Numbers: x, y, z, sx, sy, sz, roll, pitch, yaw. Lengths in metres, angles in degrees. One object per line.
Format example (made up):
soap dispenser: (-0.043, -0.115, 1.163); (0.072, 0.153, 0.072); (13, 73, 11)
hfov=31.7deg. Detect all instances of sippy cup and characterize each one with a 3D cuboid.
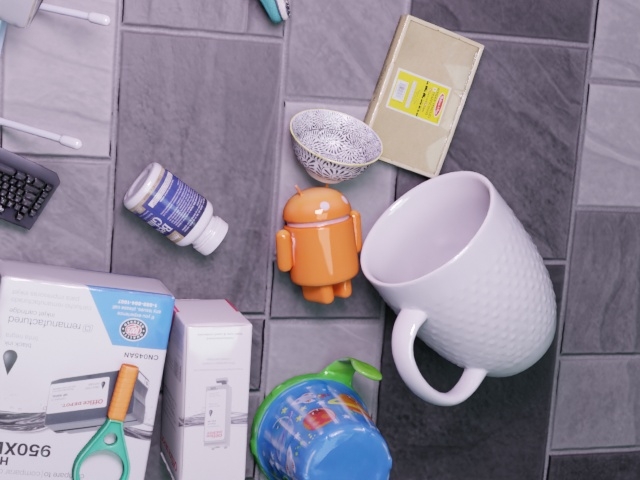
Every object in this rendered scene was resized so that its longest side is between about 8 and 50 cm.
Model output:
sippy cup: (0.014, 0.379, 2.029); (0.240, 0.224, 0.305); (-14, 104, -16)

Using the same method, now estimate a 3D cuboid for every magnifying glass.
magnifying glass: (-0.337, 0.311, 1.824); (0.092, 0.026, 0.230); (14, 94, -22)

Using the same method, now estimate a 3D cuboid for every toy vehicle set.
toy vehicle set: (0.181, -0.262, 2.078); (0.166, 0.035, 0.266); (19, 93, -21)

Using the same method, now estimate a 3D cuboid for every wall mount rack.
wall mount rack: (-0.512, -0.287, 1.784); (0.304, 0.130, 0.349); (12, 96, -21)

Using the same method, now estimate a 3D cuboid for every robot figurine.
robot figurine: (-0.001, 0.000, 2.010); (0.158, 0.128, 0.219); (-7, 101, 0)

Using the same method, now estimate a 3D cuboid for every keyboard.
keyboard: (-0.598, -0.088, 1.795); (0.317, 0.033, 0.201); (25, 116, -32)

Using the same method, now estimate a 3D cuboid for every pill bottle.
pill bottle: (-0.245, -0.049, 1.935); (0.169, 0.094, 0.094); (37, 86, -20)

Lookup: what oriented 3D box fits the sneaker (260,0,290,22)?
sneaker: (-0.145, -0.482, 1.910); (0.110, 0.107, 0.275); (-34, 104, 9)

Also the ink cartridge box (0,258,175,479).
ink cartridge box: (-0.423, 0.252, 1.886); (0.286, 0.166, 0.394); (8, 97, -20)

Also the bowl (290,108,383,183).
bowl: (0.019, -0.153, 1.995); (0.170, 0.170, 0.080); (3, 129, -20)

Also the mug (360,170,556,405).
mug: (0.252, 0.120, 2.022); (0.328, 0.276, 0.374); (50, 57, -29)

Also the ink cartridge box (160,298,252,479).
ink cartridge box: (-0.201, 0.258, 1.943); (0.117, 0.207, 0.282); (0, 100, -18)

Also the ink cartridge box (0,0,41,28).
ink cartridge box: (-0.472, -0.486, 1.700); (0.197, 0.114, 0.272); (25, 62, -14)
